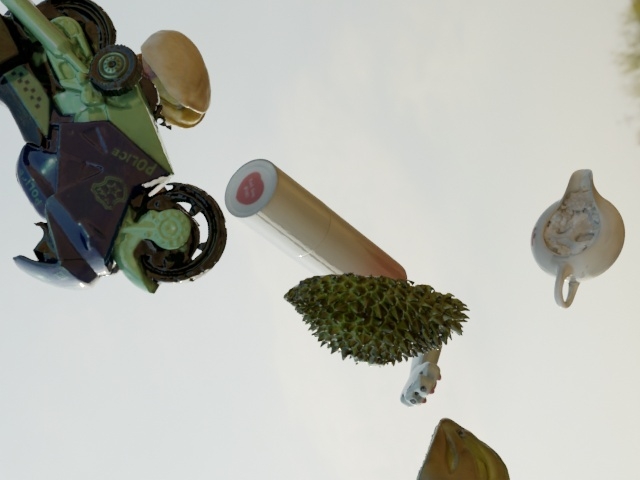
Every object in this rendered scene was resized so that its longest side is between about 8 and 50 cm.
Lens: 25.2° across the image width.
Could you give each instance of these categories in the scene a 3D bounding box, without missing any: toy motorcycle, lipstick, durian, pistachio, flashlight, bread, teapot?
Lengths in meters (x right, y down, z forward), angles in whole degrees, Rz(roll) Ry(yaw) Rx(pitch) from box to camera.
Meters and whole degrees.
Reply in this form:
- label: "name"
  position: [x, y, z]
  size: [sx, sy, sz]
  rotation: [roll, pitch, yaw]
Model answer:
- label: "toy motorcycle"
  position: [-0.233, -0.082, 1.367]
  size: [0.331, 0.196, 0.125]
  rotation: [60, 178, 12]
- label: "lipstick"
  position: [0.000, 0.000, 1.944]
  size: [0.327, 0.087, 0.087]
  rotation: [38, -146, -46]
- label: "durian"
  position: [0.074, 0.099, 1.660]
  size: [0.221, 0.137, 0.095]
  rotation: [9, -105, -24]
- label: "pistachio"
  position: [-0.236, -0.269, 2.369]
  size: [0.145, 0.117, 0.200]
  rotation: [18, -152, -39]
- label: "flashlight"
  position: [0.183, 0.224, 2.501]
  size: [0.047, 0.093, 0.200]
  rotation: [34, -156, -5]
- label: "bread"
  position: [0.230, 0.380, 2.254]
  size: [0.260, 0.156, 0.158]
  rotation: [88, -156, -73]
- label: "teapot"
  position: [0.388, 0.007, 2.159]
  size: [0.092, 0.145, 0.226]
  rotation: [48, -132, -45]

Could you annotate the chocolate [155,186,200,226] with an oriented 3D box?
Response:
- label: "chocolate"
  position: [-0.245, -0.061, 1.943]
  size: [0.182, 0.086, 0.028]
  rotation: [48, 162, 24]
